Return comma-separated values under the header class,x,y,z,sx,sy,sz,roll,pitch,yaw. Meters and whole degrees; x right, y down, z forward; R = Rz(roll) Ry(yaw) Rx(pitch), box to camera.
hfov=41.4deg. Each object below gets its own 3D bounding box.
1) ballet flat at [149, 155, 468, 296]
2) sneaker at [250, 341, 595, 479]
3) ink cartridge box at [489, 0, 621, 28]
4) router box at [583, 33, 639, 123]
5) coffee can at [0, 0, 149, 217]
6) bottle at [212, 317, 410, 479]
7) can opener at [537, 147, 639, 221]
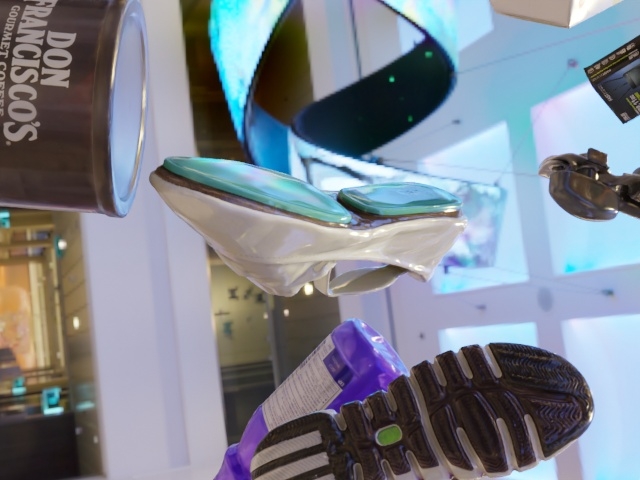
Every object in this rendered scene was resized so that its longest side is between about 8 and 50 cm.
class,x,y,z,sx,sy,sz,roll,pitch,yaw
ballet flat,0.000,0.000,0.883,0.139,0.400,0.139,-3,-94,49
sneaker,0.085,0.176,0.732,0.162,0.281,0.106,79,-3,-64
ink cartridge box,0.474,-0.559,1.463,0.160,0.384,0.279,26,-46,39
router box,0.443,-0.227,1.204,0.092,0.122,0.038,-31,-129,27
coffee can,-0.308,-0.130,0.766,0.201,0.275,0.202,-176,-90,-86
bottle,-0.025,0.219,0.951,0.283,0.092,0.118,-47,-155,7
can opener,0.393,-0.045,1.055,0.074,0.280,0.093,146,-44,-65
